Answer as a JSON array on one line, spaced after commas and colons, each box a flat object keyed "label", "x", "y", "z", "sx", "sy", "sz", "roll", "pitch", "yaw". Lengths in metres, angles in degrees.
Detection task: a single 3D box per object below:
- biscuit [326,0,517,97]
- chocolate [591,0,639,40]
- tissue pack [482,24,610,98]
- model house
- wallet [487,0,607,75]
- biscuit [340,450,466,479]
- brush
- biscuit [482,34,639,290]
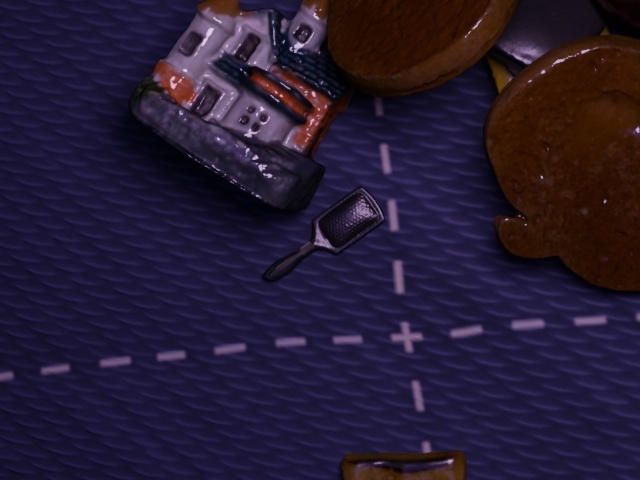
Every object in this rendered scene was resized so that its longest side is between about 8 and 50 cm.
[{"label": "biscuit", "x": 0.162, "y": -0.355, "z": 1.554, "sx": 0.350, "sy": 0.070, "sz": 0.394, "roll": -6, "pitch": 57, "yaw": 41}, {"label": "chocolate", "x": 0.454, "y": -0.384, "z": 1.457, "sx": 0.283, "sy": 0.186, "sz": 0.284, "roll": -2, "pitch": 74, "yaw": 7}, {"label": "tissue pack", "x": 0.308, "y": -0.241, "z": 1.631, "sx": 0.169, "sy": 0.082, "sz": 0.120, "roll": -18, "pitch": 83, "yaw": 9}, {"label": "model house", "x": -0.071, "y": -0.228, "z": 1.646, "sx": 0.271, "sy": 0.190, "sz": 0.301, "roll": 34, "pitch": 94, "yaw": 11}, {"label": "wallet", "x": 0.324, "y": -0.382, "z": 1.592, "sx": 0.197, "sy": 0.051, "sz": 0.378, "roll": 30, "pitch": 77, "yaw": 11}, {"label": "biscuit", "x": 0.115, "y": 0.381, "z": 1.679, "sx": 0.174, "sy": 0.039, "sz": 0.183, "roll": 0, "pitch": 89, "yaw": 8}, {"label": "brush", "x": 0.000, "y": 0.000, "z": 1.715, "sx": 0.193, "sy": 0.016, "sz": 0.063, "roll": -36, "pitch": 82, "yaw": 7}, {"label": "biscuit", "x": 0.364, "y": -0.083, "z": 1.560, "sx": 0.314, "sy": 0.063, "sz": 0.367, "roll": -37, "pitch": 113, "yaw": 18}]
